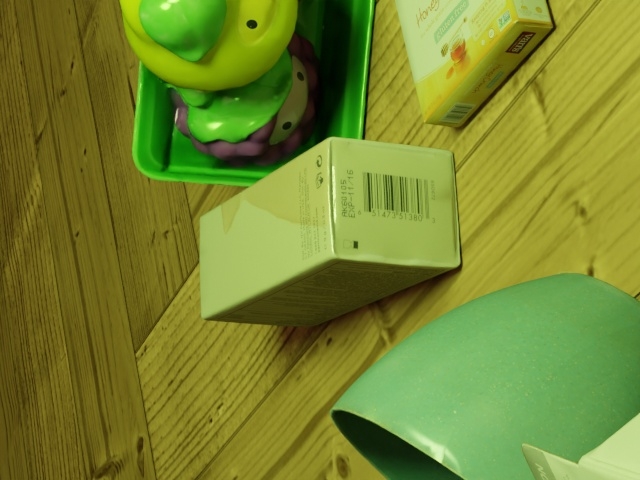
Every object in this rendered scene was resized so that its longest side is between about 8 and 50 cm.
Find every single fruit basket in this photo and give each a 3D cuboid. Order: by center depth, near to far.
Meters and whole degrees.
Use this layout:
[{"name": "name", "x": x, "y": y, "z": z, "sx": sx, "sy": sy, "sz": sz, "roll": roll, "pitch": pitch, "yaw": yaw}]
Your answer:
[{"name": "fruit basket", "x": -0.077, "y": -0.237, "z": 1.733, "sx": 0.392, "sy": 0.283, "sz": 0.392, "roll": -176, "pitch": 90, "yaw": -78}]

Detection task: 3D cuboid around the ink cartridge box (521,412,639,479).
[{"name": "ink cartridge box", "x": 0.288, "y": 0.233, "z": 0.994, "sx": 0.272, "sy": 0.130, "sz": 0.309, "roll": 12, "pitch": 131, "yaw": 62}]

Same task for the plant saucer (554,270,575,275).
[{"name": "plant saucer", "x": 0.213, "y": 0.068, "z": 1.434, "sx": 0.083, "sy": 0.015, "sz": 0.083, "roll": -11, "pitch": 77, "yaw": 61}]

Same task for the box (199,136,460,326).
[{"name": "box", "x": 0.000, "y": 0.000, "z": 1.716, "sx": 0.311, "sy": 0.148, "sz": 0.121, "roll": -25, "pitch": 64, "yaw": 58}]

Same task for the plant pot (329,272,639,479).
[{"name": "plant pot", "x": 0.181, "y": 0.141, "z": 1.262, "sx": 0.195, "sy": 0.290, "sz": 0.290, "roll": -51, "pitch": 26, "yaw": -12}]

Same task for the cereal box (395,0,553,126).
[{"name": "cereal box", "x": 0.131, "y": -0.252, "z": 1.594, "sx": 0.173, "sy": 0.047, "sz": 0.240, "roll": -49, "pitch": 45, "yaw": 49}]
